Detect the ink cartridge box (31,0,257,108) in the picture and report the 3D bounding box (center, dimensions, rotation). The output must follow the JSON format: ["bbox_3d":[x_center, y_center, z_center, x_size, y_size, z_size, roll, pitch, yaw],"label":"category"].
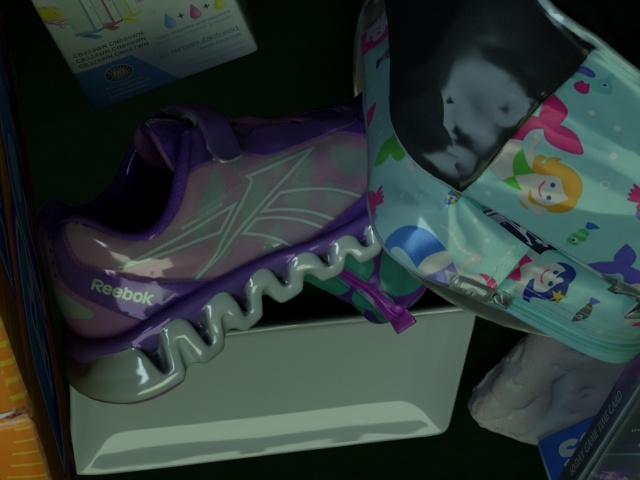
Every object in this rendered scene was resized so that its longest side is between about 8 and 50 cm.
[{"bbox_3d":[-0.100,-0.152,0.887,0.092,0.090,0.143,-20,141,5],"label":"ink cartridge box"}]

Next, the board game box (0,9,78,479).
[{"bbox_3d":[-0.311,-0.034,0.749,0.356,0.356,0.356,-12,141,-5],"label":"board game box"}]

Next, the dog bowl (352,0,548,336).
[{"bbox_3d":[0.179,-0.100,0.991,0.349,0.102,0.348,-2,133,-2],"label":"dog bowl"}]

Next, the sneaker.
[{"bbox_3d":[-0.035,-0.026,0.866,0.236,0.095,0.104,-34,114,-18],"label":"sneaker"}]

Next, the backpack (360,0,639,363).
[{"bbox_3d":[0.144,-0.062,0.799,0.254,0.225,0.191,20,129,-19],"label":"backpack"}]

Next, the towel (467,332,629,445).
[{"bbox_3d":[0.315,0.048,1.285,0.317,0.053,0.332,12,134,-31],"label":"towel"}]

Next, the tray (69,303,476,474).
[{"bbox_3d":[-0.036,0.094,1.243,0.270,0.030,0.145,-5,140,-12],"label":"tray"}]

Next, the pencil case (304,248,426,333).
[{"bbox_3d":[0.000,0.000,1.114,0.064,0.070,0.152,-38,136,25],"label":"pencil case"}]

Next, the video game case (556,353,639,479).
[{"bbox_3d":[0.262,0.116,1.152,0.196,0.026,0.274,-2,146,-15],"label":"video game case"}]

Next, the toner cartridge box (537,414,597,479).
[{"bbox_3d":[0.309,0.218,1.391,0.165,0.075,0.348,-28,140,15],"label":"toner cartridge box"}]
